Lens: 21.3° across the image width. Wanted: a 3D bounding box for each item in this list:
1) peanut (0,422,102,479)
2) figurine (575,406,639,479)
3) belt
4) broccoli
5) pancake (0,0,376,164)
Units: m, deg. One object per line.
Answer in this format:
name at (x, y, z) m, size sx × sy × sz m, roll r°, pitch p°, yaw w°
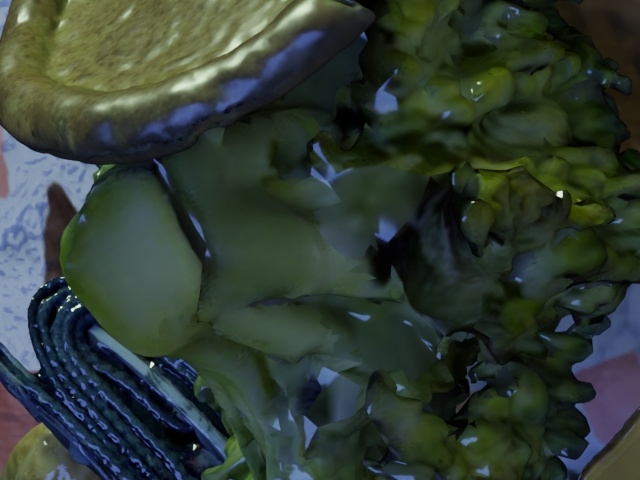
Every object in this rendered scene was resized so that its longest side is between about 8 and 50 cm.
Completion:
peanut at (-0.179, 0.184, 1.136) m, size 0.194 × 0.083 × 0.093 m, roll 117°, pitch 144°, yaw -43°
figurine at (0.264, 0.152, 0.782) m, size 0.181 × 0.257 × 0.208 m, roll -47°, pitch 41°, yaw 39°
belt at (-0.086, 0.111, 1.031) m, size 0.218 × 0.122 × 0.128 m, roll 43°, pitch 166°, yaw 10°
broccoli at (0.014, -0.008, 0.855) m, size 0.334 × 0.272 × 0.324 m, roll -26°, pitch 114°, yaw 39°
pancake at (-0.034, -0.145, 0.774) m, size 0.288 × 0.286 × 0.033 m, roll -38°, pitch 121°, yaw 0°
